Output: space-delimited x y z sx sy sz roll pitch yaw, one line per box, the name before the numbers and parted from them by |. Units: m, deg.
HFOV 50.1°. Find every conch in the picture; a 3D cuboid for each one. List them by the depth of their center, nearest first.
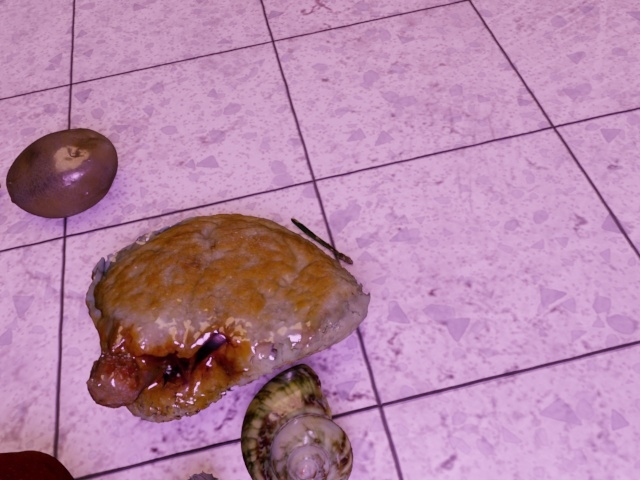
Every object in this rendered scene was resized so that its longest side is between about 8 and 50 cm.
conch | -0.036 0.272 0.946 0.124 0.187 0.181 2 -2 -38

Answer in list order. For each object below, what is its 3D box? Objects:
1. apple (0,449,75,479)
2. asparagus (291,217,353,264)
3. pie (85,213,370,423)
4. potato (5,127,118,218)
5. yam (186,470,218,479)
apple | -0.387 0.410 0.807 0.288 0.288 0.317 -25 42 -13
asparagus | 0.000 0.000 1.257 0.016 0.013 0.166 -45 57 -13
pie | -0.153 0.097 1.088 0.418 0.180 0.395 -17 34 -9
potato | -0.508 -0.132 1.347 0.235 0.160 0.178 -10 24 17
yam | -0.137 0.427 0.841 0.154 0.154 0.254 -28 56 -15
